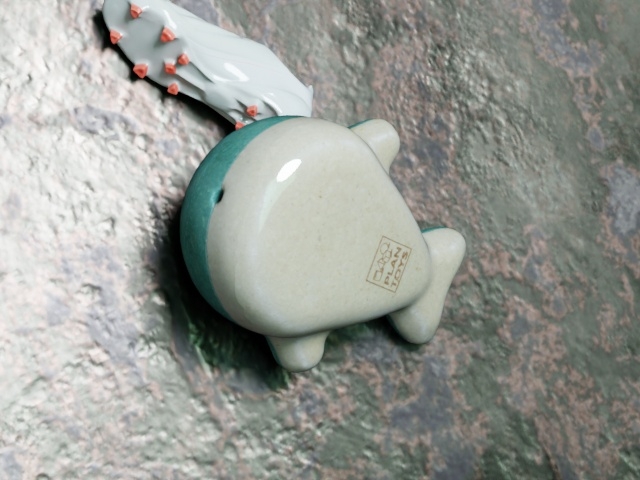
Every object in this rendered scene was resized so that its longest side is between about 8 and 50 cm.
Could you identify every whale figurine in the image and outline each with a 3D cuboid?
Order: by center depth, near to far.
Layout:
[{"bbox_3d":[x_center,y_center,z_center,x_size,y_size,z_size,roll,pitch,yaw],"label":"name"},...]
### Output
[{"bbox_3d":[0.000,0.000,1.412,0.272,0.141,0.216,21,88,-45],"label":"whale figurine"}]

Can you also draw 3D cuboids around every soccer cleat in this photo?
[{"bbox_3d":[-0.092,-0.149,1.429,0.196,0.068,0.076,35,43,-13],"label":"soccer cleat"}]
